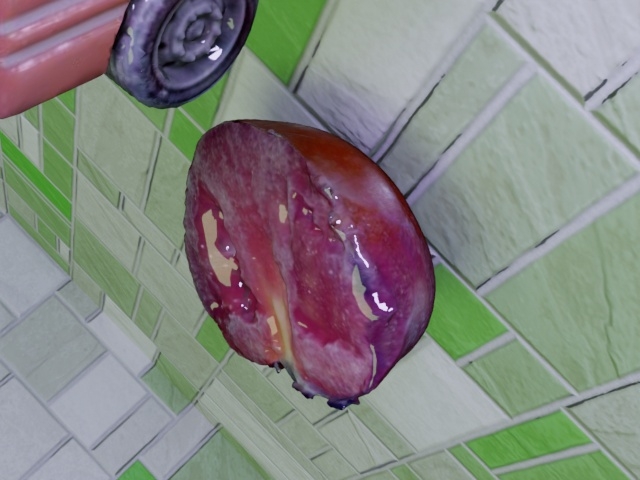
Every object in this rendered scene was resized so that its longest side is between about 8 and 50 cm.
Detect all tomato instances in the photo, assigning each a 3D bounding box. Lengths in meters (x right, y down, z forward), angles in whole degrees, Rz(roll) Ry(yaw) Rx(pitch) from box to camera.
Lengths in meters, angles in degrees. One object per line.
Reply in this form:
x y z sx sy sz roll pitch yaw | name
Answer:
0.006 0.000 1.003 0.335 0.176 0.289 14 119 50 | tomato

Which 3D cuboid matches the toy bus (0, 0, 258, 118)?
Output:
-0.032 -0.243 0.402 0.203 0.427 0.233 38 143 19 | toy bus
